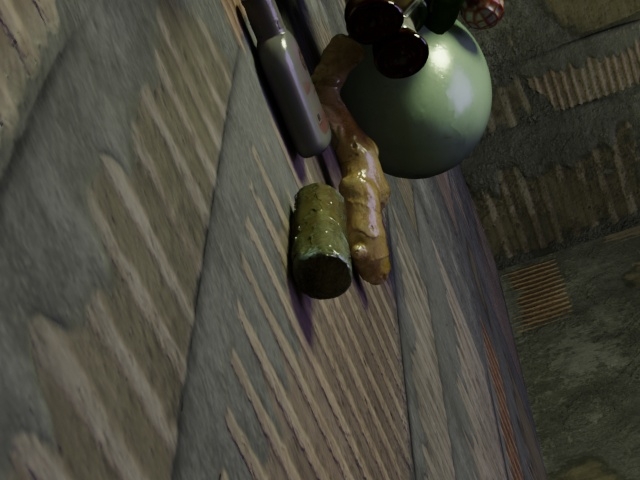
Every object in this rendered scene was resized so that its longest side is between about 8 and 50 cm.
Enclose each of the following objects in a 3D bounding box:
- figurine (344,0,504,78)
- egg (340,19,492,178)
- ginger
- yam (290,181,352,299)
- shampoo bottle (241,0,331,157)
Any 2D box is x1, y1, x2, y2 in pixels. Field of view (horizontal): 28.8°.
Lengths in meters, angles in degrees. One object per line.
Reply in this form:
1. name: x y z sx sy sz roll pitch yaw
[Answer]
1. figurine: 0.103 -0.333 1.468 0.281 0.167 0.370 45 37 -26
2. egg: 0.115 -0.192 1.587 0.283 0.203 0.203 -101 168 -56
3. ginger: 0.038 -0.091 1.382 0.089 0.075 0.288 14 60 -49
4. yam: 0.000 0.000 1.083 0.132 0.054 0.054 -92 161 -60
5. shampoo bottle: -0.033 -0.165 1.221 0.080 0.040 0.165 -80 151 -66
